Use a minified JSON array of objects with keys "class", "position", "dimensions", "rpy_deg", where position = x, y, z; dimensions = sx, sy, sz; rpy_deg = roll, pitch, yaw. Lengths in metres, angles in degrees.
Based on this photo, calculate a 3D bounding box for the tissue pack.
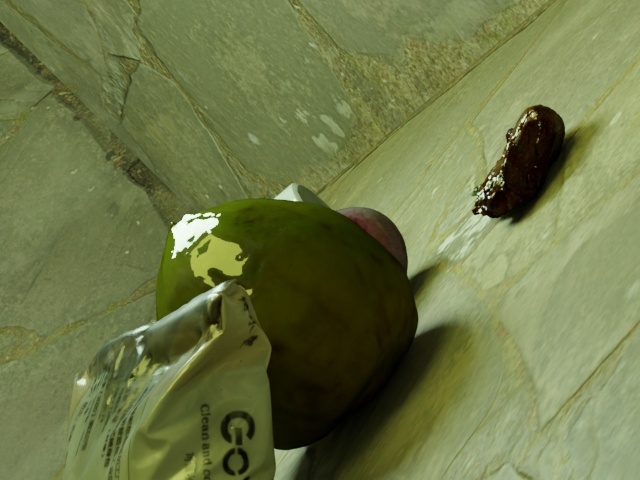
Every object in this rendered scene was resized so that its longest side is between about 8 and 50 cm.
[{"class":"tissue pack","position":[-0.177,0.260,1.265],"dimensions":[0.390,0.195,0.376],"rpy_deg":[-26,65,56]}]

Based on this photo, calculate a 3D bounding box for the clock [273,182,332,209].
[{"class":"clock","position":[0.000,0.000,2.088],"dimensions":[0.083,0.230,0.230],"rpy_deg":[-40,8,13]}]

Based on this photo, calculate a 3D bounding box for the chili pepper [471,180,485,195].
[{"class":"chili pepper","position":[0.284,-0.098,1.870],"dimensions":[0.083,0.022,0.027],"rpy_deg":[-36,44,28]}]

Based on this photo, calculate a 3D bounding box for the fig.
[{"class":"fig","position":[-0.058,0.095,1.483],"dimensions":[0.343,0.343,0.343],"rpy_deg":[-44,7,7]}]

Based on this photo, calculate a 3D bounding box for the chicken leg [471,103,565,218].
[{"class":"chicken leg","position":[0.301,-0.121,1.716],"dimensions":[0.177,0.083,0.322],"rpy_deg":[-51,2,44]}]

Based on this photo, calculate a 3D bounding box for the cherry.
[{"class":"cherry","position":[0.037,0.052,1.776],"dimensions":[0.213,0.183,0.266],"rpy_deg":[-32,-14,-33]}]
